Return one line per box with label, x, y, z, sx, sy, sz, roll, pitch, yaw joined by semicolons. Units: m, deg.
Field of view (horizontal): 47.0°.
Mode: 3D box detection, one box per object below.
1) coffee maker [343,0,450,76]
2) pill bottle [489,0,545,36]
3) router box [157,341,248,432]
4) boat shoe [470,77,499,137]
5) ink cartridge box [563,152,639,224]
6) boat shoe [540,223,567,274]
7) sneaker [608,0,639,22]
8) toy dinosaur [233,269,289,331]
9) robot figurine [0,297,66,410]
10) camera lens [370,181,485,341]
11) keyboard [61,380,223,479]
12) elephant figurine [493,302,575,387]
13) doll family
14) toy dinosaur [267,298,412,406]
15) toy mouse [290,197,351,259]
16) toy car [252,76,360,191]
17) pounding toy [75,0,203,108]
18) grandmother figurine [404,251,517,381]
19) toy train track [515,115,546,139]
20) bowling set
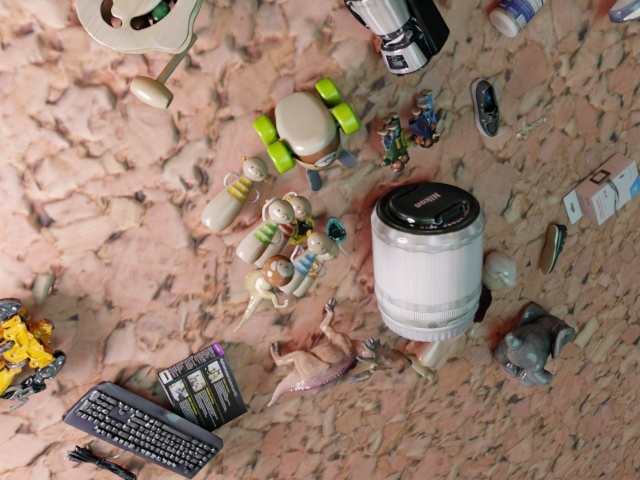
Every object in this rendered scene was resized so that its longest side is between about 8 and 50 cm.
coffee maker;0.145;-0.398;1.247;0.171;0.120;0.178;-43;131;-3
pill bottle;0.383;-0.452;1.396;0.120;0.067;0.067;-48;130;1
router box;-0.233;0.307;1.476;0.133;0.046;0.179;-26;128;-17
boat shoe;0.341;-0.264;1.496;0.049;0.040;0.142;-35;129;-10
ink cartridge box;0.683;-0.113;1.781;0.180;0.060;0.104;-39;130;-6
boat shoe;0.572;0.023;1.800;0.042;0.049;0.133;-2;113;-21
sneaker;0.670;-0.572;1.497;0.122;0.110;0.283;38;91;-22
toy dinosaur;-0.107;0.097;1.438;0.093;0.053;0.183;17;107;-18
robot figurine;-0.567;0.203;1.187;0.291;0.085;0.211;-32;129;-11
camera lens;0.215;0.036;1.478;0.219;0.219;0.274;-20;125;-21
keyboard;-0.361;0.398;1.430;0.201;0.033;0.317;-43;124;12
elephant figurine;0.567;0.244;1.881;0.239;0.186;0.169;-41;88;-18
doll family;0.177;-0.204;1.412;0.193;0.076;0.111;-33;124;-15
toy dinosaur;0.019;0.256;1.499;0.296;0.200;0.127;-33;129;-10
toy mouse;0.000;0.000;1.439;0.143;0.031;0.161;20;114;-26
toy car;-0.002;-0.160;1.294;0.155;0.149;0.188;-30;141;2
pounding toy;-0.253;-0.342;1.071;0.154;0.155;0.269;19;98;-8
grandmother figurine;0.331;0.168;1.713;0.342;0.104;0.208;-50;158;0
toy train track;0.461;-0.246;1.598;0.083;0.014;0.048;-31;129;-13
bowling set;-0.050;0.002;1.288;0.287;0.200;0.154;40;90;-31
